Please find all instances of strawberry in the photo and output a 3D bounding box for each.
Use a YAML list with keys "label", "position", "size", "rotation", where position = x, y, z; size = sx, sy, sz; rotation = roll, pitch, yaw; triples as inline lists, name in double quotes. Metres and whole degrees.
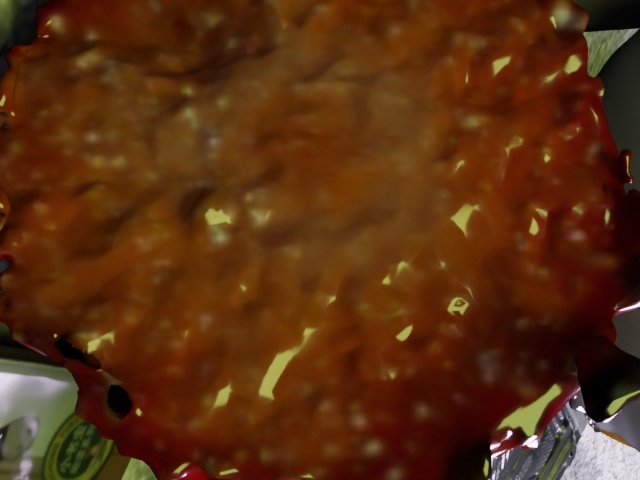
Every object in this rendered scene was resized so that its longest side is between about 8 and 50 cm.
- label: "strawberry"
  position: [0.000, 0.000, 0.402]
  size: [0.234, 0.234, 0.178]
  rotation: [-56, 174, -17]

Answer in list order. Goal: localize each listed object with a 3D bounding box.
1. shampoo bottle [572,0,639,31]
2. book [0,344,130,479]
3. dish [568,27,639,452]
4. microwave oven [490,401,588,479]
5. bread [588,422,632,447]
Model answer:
- label: "shampoo bottle"
  position: [0.132, -0.163, 0.578]
  size: [0.246, 0.079, 0.080]
  rotation: [-17, 126, -52]
- label: "book"
  position: [-0.178, 0.124, 0.354]
  size: [0.264, 0.027, 0.202]
  rotation: [26, 90, -59]
- label: "dish"
  position: [0.196, 0.023, 0.621]
  size: [0.316, 0.106, 0.316]
  rotation: [-11, 90, -71]
- label: "microwave oven"
  position: [0.079, 0.119, 0.652]
  size: [0.162, 0.123, 0.208]
  rotation: [-58, 148, -14]
- label: "bread"
  position: [0.242, 0.058, 0.838]
  size: [0.158, 0.149, 0.143]
  rotation: [-26, 134, -47]
